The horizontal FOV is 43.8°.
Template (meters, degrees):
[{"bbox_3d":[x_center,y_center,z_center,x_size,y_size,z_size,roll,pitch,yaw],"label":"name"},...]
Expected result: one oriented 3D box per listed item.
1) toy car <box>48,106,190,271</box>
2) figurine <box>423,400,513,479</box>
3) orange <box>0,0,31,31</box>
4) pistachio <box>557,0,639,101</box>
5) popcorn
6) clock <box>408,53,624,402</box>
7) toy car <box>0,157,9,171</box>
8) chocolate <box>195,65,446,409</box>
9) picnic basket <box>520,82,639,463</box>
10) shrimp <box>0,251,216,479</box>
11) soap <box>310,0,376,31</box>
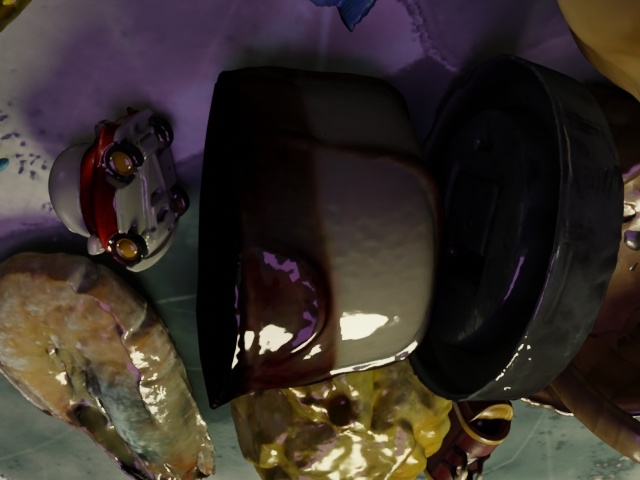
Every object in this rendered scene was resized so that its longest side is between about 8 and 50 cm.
[{"bbox_3d":[-0.193,-0.051,0.727,0.112,0.112,0.139,7,121,15],"label":"toy car"},{"bbox_3d":[0.178,0.244,0.961,0.082,0.098,0.154,18,130,-9],"label":"figurine"},{"bbox_3d":[-0.319,-0.262,0.490,0.335,0.196,0.262,-4,144,9],"label":"orange"},{"bbox_3d":[0.353,-0.183,0.485,0.446,0.281,0.365,-4,109,-5],"label":"pistachio"},{"bbox_3d":[0.024,0.181,0.838,0.233,0.192,0.266,-10,145,14],"label":"popcorn"},{"bbox_3d":[0.138,-0.008,0.644,0.055,0.280,0.280,9,129,-15],"label":"clock"},{"bbox_3d":[-0.377,-0.059,0.715,0.162,0.098,0.126,-8,131,9],"label":"toy car"},{"bbox_3d":[0.000,0.000,0.666,0.186,0.283,0.283,3,130,-14],"label":"chocolate"},{"bbox_3d":[0.294,0.072,0.681,0.293,0.337,0.337,11,128,-9],"label":"picnic basket"},{"bbox_3d":[-0.240,0.191,0.921,0.221,0.110,0.445,-11,125,16],"label":"shrimp"},{"bbox_3d":[-0.043,-0.291,0.538,0.293,0.077,0.156,34,123,-23],"label":"soap"}]
